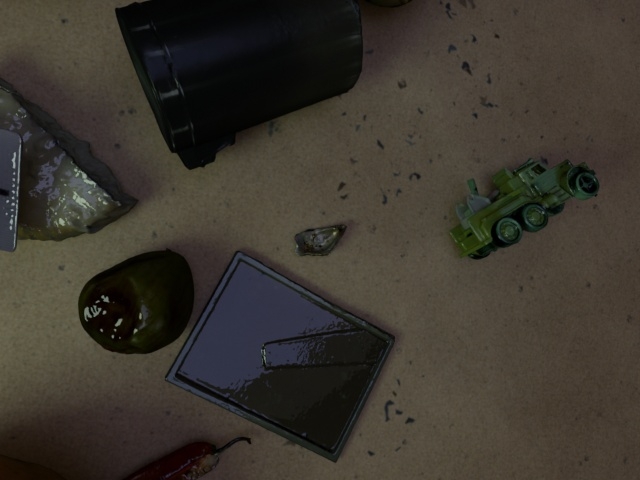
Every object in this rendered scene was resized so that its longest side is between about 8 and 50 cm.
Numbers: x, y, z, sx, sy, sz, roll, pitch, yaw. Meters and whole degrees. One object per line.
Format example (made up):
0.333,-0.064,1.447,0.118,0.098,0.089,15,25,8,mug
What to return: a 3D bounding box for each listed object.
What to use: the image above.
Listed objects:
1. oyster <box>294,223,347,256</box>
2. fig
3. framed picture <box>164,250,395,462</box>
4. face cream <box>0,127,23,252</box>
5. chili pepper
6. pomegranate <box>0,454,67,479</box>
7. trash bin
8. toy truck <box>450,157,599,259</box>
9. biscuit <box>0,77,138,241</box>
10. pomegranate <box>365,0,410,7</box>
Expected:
0.001,0.003,0.810,0.093,0.034,0.051,-8,73,-4,oyster
-0.253,0.086,0.696,0.144,0.154,0.165,36,47,4,fig
-0.054,0.189,0.790,0.315,0.024,0.232,31,80,-10,framed picture
-0.499,-0.090,0.598,0.274,0.096,0.154,15,103,3,face cream
-0.232,0.350,0.724,0.268,0.059,0.050,-23,55,-12,chili pepper
-0.438,0.418,0.525,0.410,0.410,0.410,1,87,-15,pomegranate
-0.109,-0.268,0.710,0.301,0.203,0.252,-24,112,-16,trash bin
0.352,-0.075,0.862,0.259,0.128,0.135,-25,80,-14,toy truck
-0.415,-0.095,0.676,0.281,0.084,0.179,40,81,-9,biscuit
0.116,-0.458,0.755,0.214,0.214,0.248,8,56,-14,pomegranate
